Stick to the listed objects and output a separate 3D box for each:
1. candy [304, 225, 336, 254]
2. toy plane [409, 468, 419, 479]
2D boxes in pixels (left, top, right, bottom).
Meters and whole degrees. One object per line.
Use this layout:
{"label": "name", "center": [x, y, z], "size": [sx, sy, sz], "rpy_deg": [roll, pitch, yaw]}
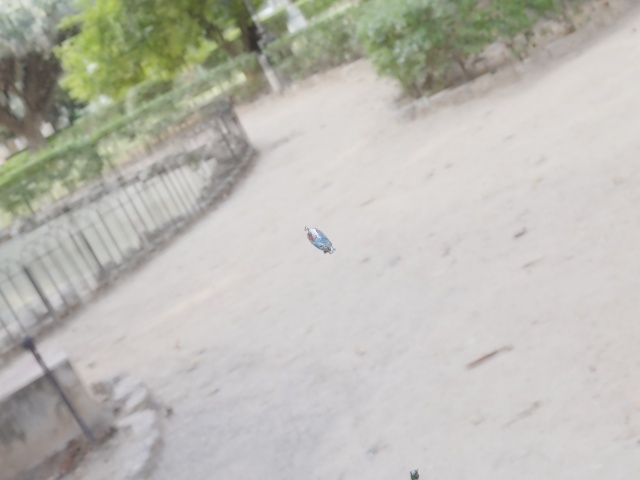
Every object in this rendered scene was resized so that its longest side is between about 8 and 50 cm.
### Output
{"label": "candy", "center": [0.000, 0.001, 1.413], "size": [0.020, 0.030, 0.083], "rpy_deg": [-55, 27, 6]}
{"label": "toy plane", "center": [0.033, 0.340, 1.255], "size": [0.256, 0.104, 0.242], "rpy_deg": [-18, -16, -1]}
